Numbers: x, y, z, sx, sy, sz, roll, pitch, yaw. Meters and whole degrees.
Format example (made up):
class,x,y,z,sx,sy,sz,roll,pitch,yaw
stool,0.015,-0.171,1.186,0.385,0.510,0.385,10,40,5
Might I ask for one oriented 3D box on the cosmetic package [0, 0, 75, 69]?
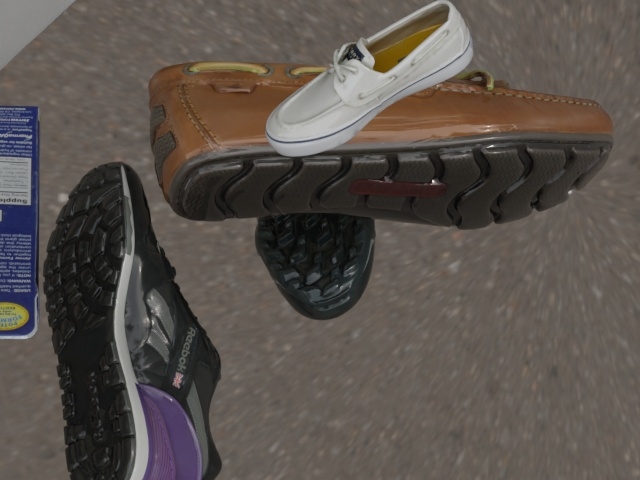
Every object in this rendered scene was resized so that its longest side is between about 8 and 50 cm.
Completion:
class,x,y,z,sx,sy,sz,roll,pitch,yaw
cosmetic package,-0.230,-0.076,0.725,0.238,0.107,0.127,-45,42,3

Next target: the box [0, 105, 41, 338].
class,x,y,z,sx,sy,sz,roll,pitch,yaw
box,-0.263,-0.008,1.215,0.136,0.225,0.036,1,135,-9

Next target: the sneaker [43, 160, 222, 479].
class,x,y,z,sx,sy,sz,roll,pitch,yaw
sneaker,-0.146,0.079,1.436,0.107,0.124,0.283,-21,66,41

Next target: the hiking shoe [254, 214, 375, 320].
class,x,y,z,sx,sy,sz,roll,pitch,yaw
hiking shoe,0.000,0.000,1.629,0.113,0.304,0.132,-18,120,1

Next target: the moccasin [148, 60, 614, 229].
class,x,y,z,sx,sy,sz,roll,pitch,yaw
moccasin,0.051,-0.089,1.382,0.380,0.139,0.147,-3,57,-14

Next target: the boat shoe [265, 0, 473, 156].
class,x,y,z,sx,sy,sz,roll,pitch,yaw
boat shoe,0.018,-0.072,0.757,0.100,0.035,0.035,-27,51,2
